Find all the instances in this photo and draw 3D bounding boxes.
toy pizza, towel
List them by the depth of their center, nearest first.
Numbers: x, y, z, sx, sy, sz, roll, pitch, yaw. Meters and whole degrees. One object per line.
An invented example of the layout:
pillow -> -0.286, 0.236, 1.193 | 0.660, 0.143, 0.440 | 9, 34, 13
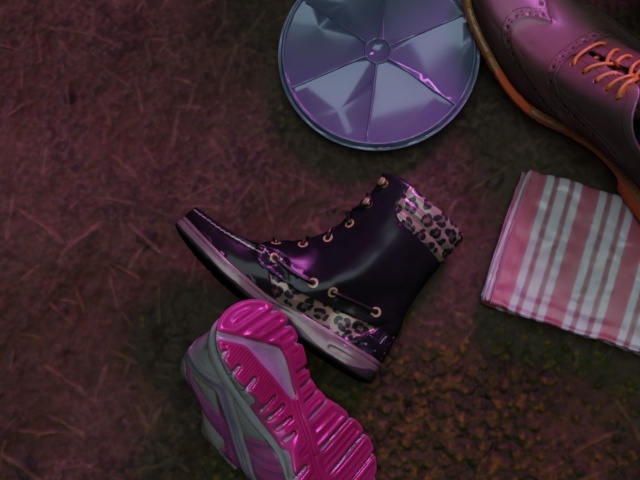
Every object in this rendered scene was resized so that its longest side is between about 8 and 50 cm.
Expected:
towel -> 0.266, 0.025, 1.094 | 0.197, 0.029, 0.144 | 18, 78, 7
toy pizza -> 0.058, -0.185, 1.145 | 0.201, 0.032, 0.201 | -1, 80, 5

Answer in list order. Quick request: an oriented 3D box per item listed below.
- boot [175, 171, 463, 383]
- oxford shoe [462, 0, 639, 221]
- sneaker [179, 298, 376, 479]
boot -> 0.001, 0.001, 1.088 | 0.236, 0.085, 0.178 | 37, 82, 3
oxford shoe -> 0.275, -0.146, 1.054 | 0.130, 0.133, 0.363 | -41, 77, -9
sneaker -> -0.040, 0.176, 1.056 | 0.103, 0.111, 0.252 | -32, 96, -41
